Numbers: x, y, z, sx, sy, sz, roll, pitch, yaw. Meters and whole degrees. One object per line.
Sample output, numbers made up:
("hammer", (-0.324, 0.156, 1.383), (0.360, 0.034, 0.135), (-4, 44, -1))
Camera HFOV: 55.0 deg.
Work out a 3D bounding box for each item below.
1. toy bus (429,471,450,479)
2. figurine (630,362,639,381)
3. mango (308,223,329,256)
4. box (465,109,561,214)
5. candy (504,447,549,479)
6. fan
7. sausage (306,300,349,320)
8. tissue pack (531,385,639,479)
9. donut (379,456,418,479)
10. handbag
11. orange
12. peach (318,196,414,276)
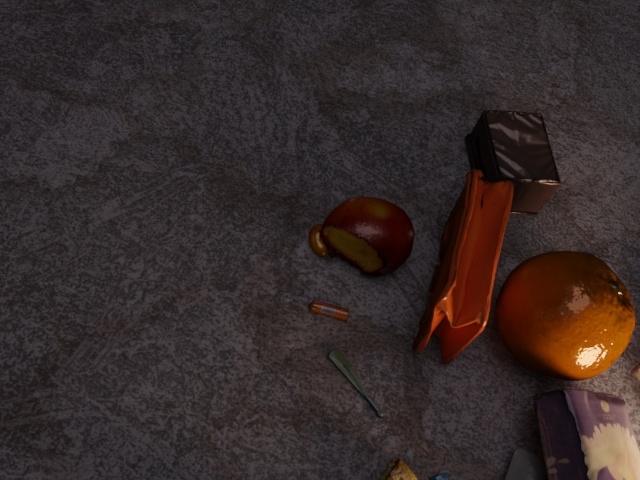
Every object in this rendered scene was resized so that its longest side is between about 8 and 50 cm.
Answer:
("toy bus", (0.273, 0.553, 1.344), (0.038, 0.046, 0.083), (-13, 64, -14))
("figurine", (0.912, 0.351, 1.482), (0.308, 0.143, 0.308), (7, 71, -22))
("mango", (0.000, 0.000, 1.592), (0.060, 0.046, 0.089), (-8, 69, -12))
("box", (0.532, -0.222, 1.719), (0.188, 0.153, 0.252), (3, 61, -7))
("candy", (0.466, 0.563, 1.350), (0.138, 0.071, 0.174), (30, 62, 5))
("fan", (0.086, 0.334, 1.449), (0.038, 0.016, 0.193), (-32, 71, -23))
("sausage", (0.017, 0.170, 1.515), (0.107, 0.031, 0.031), (17, 62, 1))
("tissue pack", (0.597, 0.504, 1.327), (0.242, 0.125, 0.343), (16, 56, -34))
("donut", (0.152, 0.571, 1.297), (0.141, 0.085, 0.217), (33, 62, 10))
("handbag", (0.335, 0.057, 1.466), (0.116, 0.303, 0.410), (19, 60, 4))
("orange", (0.570, 0.173, 1.440), (0.312, 0.312, 0.312), (3, 63, -6))
("peach", (0.113, -0.008, 1.534), (0.226, 0.190, 0.196), (-4, 108, -18))
